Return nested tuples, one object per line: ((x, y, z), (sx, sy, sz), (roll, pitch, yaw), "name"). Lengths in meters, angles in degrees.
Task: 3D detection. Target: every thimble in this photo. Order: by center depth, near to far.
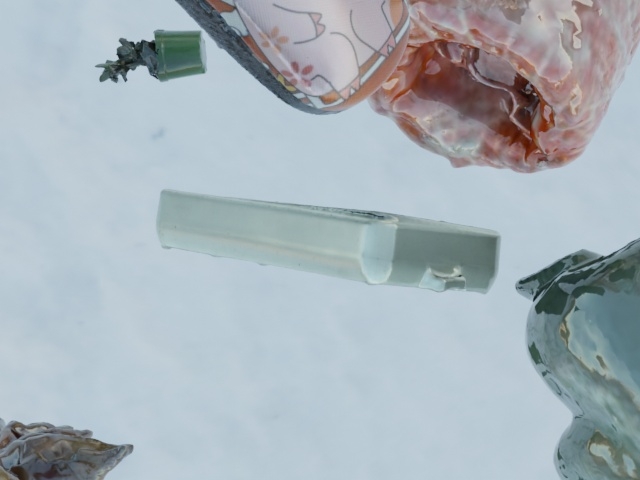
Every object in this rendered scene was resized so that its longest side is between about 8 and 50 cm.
((0.153, -0.175, 1.640), (0.239, 0.239, 0.162), (21, 64, 11), "thimble")

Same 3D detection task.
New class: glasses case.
((-0.056, -0.183, 1.061), (0.267, 0.067, 0.103), (45, 57, -15), "glasses case")

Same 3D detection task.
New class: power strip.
((0.000, 0.000, 0.912), (0.192, 0.081, 0.035), (8, 92, 50), "power strip")

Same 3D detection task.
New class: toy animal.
((0.169, 0.115, 0.825), (0.125, 0.127, 0.251), (-20, 85, 22), "toy animal")

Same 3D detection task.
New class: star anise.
((-0.290, 0.225, 1.595), (0.292, 0.349, 0.109), (-40, 111, 4), "star anise")

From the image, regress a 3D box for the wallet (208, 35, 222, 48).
((0.035, -0.188, 1.190), (0.250, 0.149, 0.044), (-12, 126, 35), "wallet")

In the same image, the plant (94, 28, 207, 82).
((-0.157, -0.168, 1.741), (0.102, 0.051, 0.051), (-6, 88, 3), "plant")
